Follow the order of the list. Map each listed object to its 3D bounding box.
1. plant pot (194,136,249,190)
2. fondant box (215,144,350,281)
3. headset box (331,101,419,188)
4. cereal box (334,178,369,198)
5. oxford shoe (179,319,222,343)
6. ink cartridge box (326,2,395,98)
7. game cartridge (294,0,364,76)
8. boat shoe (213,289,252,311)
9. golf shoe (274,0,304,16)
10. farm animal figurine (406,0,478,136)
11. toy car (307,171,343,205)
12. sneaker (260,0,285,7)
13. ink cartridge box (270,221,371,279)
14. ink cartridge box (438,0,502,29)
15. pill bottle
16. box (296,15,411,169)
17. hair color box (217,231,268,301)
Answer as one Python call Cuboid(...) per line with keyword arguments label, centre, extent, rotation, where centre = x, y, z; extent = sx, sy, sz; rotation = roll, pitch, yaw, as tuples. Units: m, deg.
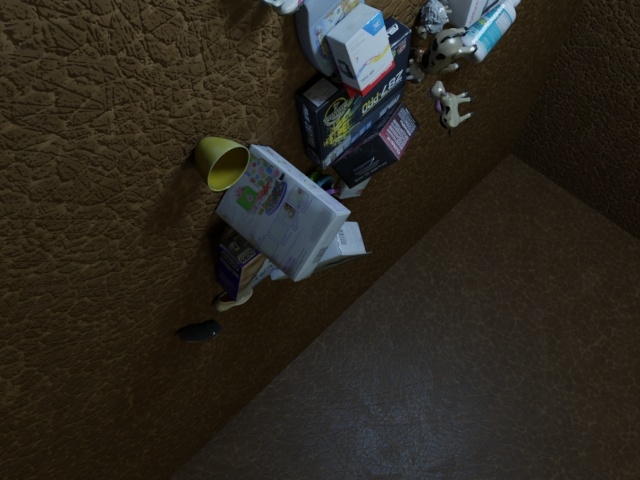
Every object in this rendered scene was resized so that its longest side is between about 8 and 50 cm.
Cuboid(label="plant pot", centre=(-0.258, -0.204, 1.401), extent=(0.134, 0.095, 0.134), rotation=(-41, 158, -21))
Cuboid(label="fondant box", centre=(-0.112, -0.080, 1.582), extent=(0.238, 0.330, 0.096), rotation=(-57, 161, 21))
Cuboid(label="headset box", centre=(0.179, -0.308, 1.854), extent=(0.218, 0.110, 0.293), rotation=(-29, -162, 39))
Cuboid(label="cereal box", centre=(0.157, -0.275, 2.201), extent=(0.173, 0.047, 0.240), rotation=(-14, 141, -57))
Cuboid(label="oxford shoe", centre=(-0.445, 0.349, 2.045), extent=(0.076, 0.076, 0.212), rotation=(-44, 162, 18))
Cuboid(label="ink cartridge box", centre=(0.115, -0.482, 1.483), extent=(0.134, 0.078, 0.231), rotation=(-46, 146, -9))
Cuboid(label="game cartridge", centre=(0.031, -0.556, 1.435), extent=(0.198, 0.062, 0.297), rotation=(-51, 160, -6))
Cuboid(label="boat shoe", centre=(-0.313, 0.203, 2.064), extent=(0.170, 0.063, 0.059), rotation=(-30, 158, -40))
Cuboid(label="golf shoe", centre=(-0.055, -0.574, 1.205), extent=(0.186, 0.067, 0.086), rotation=(-62, 153, 0))
Cuboid(label="farm animal figurine", centre=(0.372, -0.545, 1.807), extent=(0.172, 0.330, 0.326), rotation=(-19, 153, -22))
Cuboid(label="toy car", centre=(0.014, -0.151, 1.944), extent=(0.159, 0.136, 0.182), rotation=(-21, 102, -50))
Cuboid(label="sneaker", centre=(-0.107, -0.563, 1.090), extent=(0.085, 0.086, 0.237), rotation=(-42, 157, -14))
Cuboid(label="ink cartridge box", centre=(-0.005, 0.038, 2.090), extent=(0.309, 0.130, 0.272), rotation=(-21, 170, 27))
Cuboid(label="ink cartridge box", centre=(0.529, -0.857, 1.812), extent=(0.306, 0.131, 0.226), rotation=(-43, 159, -21))
Cuboid(label="pill bottle", centre=(0.612, -0.798, 2.065), extent=(0.264, 0.146, 0.146), rotation=(-52, 160, 5))
Cuboid(label="box", centre=(0.105, -0.443, 1.725), extent=(0.395, 0.097, 0.318), rotation=(-43, 163, -15))
Cuboid(label="hair color box", centre=(-0.231, 0.061, 1.829), extent=(0.185, 0.110, 0.339), rotation=(-40, 168, -24))
